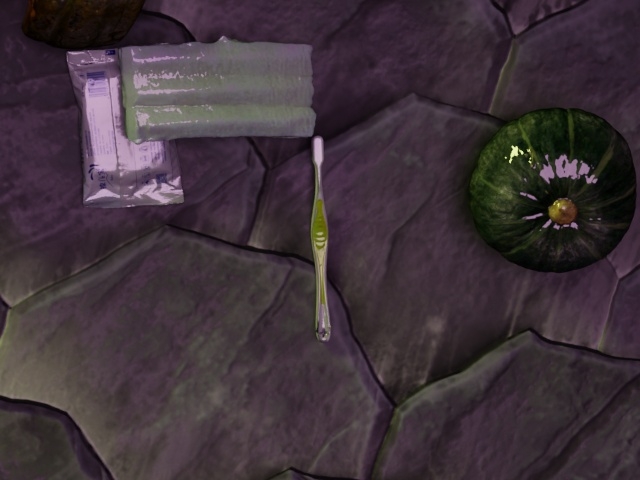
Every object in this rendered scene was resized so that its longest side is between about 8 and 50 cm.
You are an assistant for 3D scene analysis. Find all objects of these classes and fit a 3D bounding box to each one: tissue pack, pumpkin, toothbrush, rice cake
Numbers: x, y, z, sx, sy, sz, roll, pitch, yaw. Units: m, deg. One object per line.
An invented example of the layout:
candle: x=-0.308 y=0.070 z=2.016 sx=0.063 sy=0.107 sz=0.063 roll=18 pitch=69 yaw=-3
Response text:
tissue pack: x=-0.231 y=-0.134 z=1.787 sx=0.122 sy=0.026 sz=0.193 roll=-6 pitch=100 yaw=-10
pumpkin: x=-0.251 y=-0.335 z=1.699 sx=0.131 sy=0.126 sz=0.248 roll=10 pitch=96 yaw=-16
toothbrush: x=0.000 y=0.000 z=1.859 sx=0.022 sy=0.026 sz=0.263 roll=-3 pitch=100 yaw=-6
rice cake: x=-0.121 y=-0.179 z=1.779 sx=0.237 sy=0.043 sz=0.127 roll=-5 pitch=99 yaw=-21
pumpkin: x=0.288 y=-0.062 z=1.849 sx=0.211 sy=0.152 sz=0.212 roll=0 pitch=122 yaw=0
